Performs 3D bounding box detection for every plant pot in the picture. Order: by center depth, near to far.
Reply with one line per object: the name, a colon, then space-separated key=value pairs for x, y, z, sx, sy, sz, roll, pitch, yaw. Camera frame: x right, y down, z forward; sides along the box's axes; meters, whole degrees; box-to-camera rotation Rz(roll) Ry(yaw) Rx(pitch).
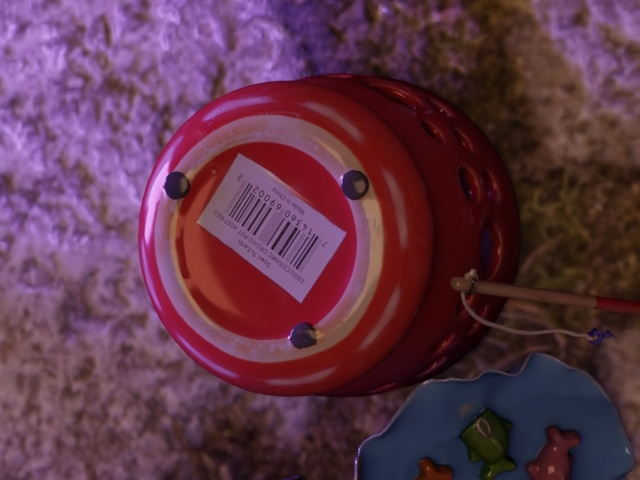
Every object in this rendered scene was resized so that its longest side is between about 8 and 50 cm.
plant pot: x=0.000 y=0.000 z=0.976 sx=0.191 sy=0.174 sz=0.191 roll=2 pitch=94 yaw=23

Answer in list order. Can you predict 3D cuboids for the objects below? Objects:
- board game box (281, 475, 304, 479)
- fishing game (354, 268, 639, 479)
board game box: x=-0.056 y=0.307 z=0.936 sx=0.086 sy=0.302 sz=0.308 roll=-20 pitch=84 yaw=21
fishing game: x=0.096 y=0.149 z=0.947 sx=0.041 sy=0.189 sz=0.264 roll=38 pitch=115 yaw=59
